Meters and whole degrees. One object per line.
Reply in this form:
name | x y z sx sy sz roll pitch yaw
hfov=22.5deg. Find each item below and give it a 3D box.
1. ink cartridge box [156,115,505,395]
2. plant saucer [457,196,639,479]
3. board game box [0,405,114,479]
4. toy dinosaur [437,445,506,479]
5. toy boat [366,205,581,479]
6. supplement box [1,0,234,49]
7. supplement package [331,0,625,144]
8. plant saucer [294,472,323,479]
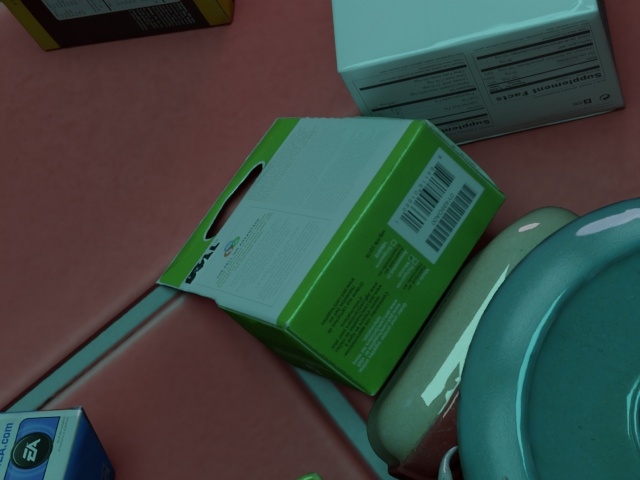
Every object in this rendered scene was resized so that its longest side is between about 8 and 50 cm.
ink cartridge box | 0.000 0.000 1.274 0.189 0.097 0.255 -55 25 -12
plant saucer | 0.249 0.120 1.053 0.317 0.044 0.318 1 79 -3
board game box | -0.333 0.277 1.192 0.302 0.086 0.308 -5 46 15
toy dinosaur | 0.083 0.253 0.898 0.160 0.121 0.313 -53 38 10
toy boat | 0.147 0.092 1.152 0.151 0.151 0.231 34 79 0
supplement box | -0.183 -0.298 1.467 0.194 0.129 0.191 -5 62 18
supplement package | 0.119 -0.228 1.306 0.204 0.145 0.262 -12 60 14
plant saucer | -0.040 0.293 1.155 0.188 0.045 0.188 -30 57 4
